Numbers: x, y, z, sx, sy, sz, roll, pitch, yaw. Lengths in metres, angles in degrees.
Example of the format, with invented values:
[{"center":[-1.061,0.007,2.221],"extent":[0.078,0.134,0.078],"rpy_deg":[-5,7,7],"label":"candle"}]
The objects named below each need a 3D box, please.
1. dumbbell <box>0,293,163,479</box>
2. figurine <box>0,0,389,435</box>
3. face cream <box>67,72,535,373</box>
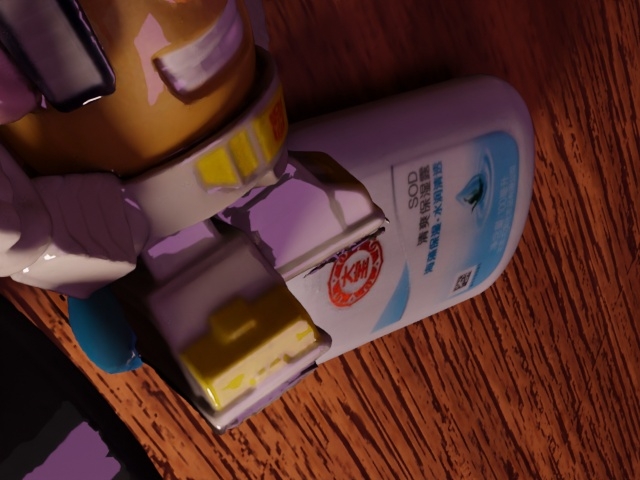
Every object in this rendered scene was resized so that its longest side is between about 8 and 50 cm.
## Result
[{"center":[-0.234,0.171,0.628],"extent":[0.322,0.204,0.203],"rpy_deg":[-45,141,-20],"label":"dumbbell"},{"center":[-0.086,-0.073,0.659],"extent":[0.143,0.308,0.308],"rpy_deg":[-24,145,15],"label":"figurine"},{"center":[0.000,0.000,0.890],"extent":[0.337,0.080,0.163],"rpy_deg":[-19,126,-42],"label":"face cream"}]
